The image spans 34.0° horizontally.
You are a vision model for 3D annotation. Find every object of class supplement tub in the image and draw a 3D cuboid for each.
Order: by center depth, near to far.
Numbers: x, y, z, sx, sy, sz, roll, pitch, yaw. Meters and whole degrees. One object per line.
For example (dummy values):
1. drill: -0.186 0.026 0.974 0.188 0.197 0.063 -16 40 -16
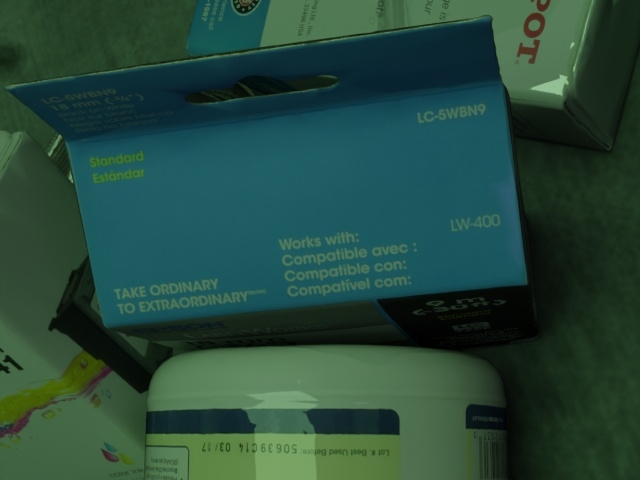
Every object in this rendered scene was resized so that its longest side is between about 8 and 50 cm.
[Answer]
1. supplement tub: 0.003 0.236 0.660 0.235 0.235 0.325 -6 77 28

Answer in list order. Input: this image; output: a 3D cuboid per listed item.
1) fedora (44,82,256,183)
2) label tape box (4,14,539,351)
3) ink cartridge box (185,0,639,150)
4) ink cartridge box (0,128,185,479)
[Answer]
1. fedora: -0.155 -0.024 0.866 0.243 0.124 0.275 36 98 30
2. label tape box: 0.000 0.000 0.621 0.240 0.333 0.106 -6 76 12
3. ink cartridge box: 0.080 -0.206 0.766 0.307 0.129 0.223 14 87 31
4. ink cartridge box: -0.225 0.088 0.771 0.226 0.306 0.131 -12 44 29
